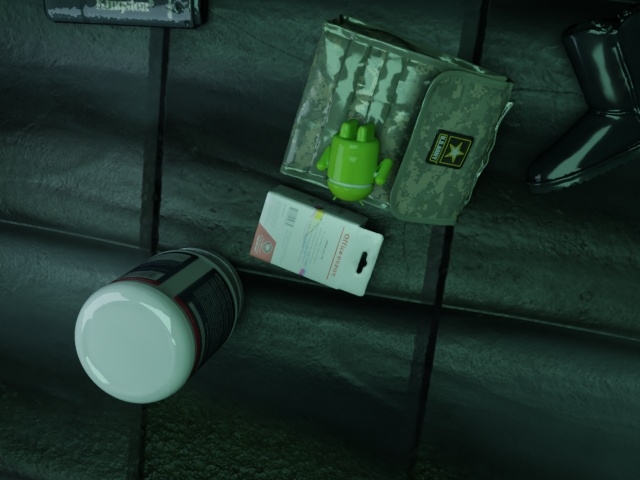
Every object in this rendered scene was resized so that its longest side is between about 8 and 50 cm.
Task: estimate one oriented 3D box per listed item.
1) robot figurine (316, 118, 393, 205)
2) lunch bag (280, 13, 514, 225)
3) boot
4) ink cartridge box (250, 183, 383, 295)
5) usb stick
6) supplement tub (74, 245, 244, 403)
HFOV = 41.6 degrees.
[{"bbox_3d":[0.044,-0.105,1.143,0.101,0.067,0.115,14,112,19],"label":"robot figurine"},{"bbox_3d":[0.116,-0.169,1.229,0.287,0.169,0.235,20,112,4],"label":"lunch bag"},{"bbox_3d":[0.377,-0.200,1.186,0.247,0.094,0.207,-23,101,12],"label":"boot"},{"bbox_3d":[0.000,0.000,1.354,0.198,0.067,0.115,22,109,10],"label":"ink cartridge box"},{"bbox_3d":[-0.317,-0.383,1.350,0.278,0.045,0.077,6,105,13],"label":"usb stick"},{"bbox_3d":[-0.245,0.123,1.340,0.191,0.272,0.191,4,105,14],"label":"supplement tub"}]
